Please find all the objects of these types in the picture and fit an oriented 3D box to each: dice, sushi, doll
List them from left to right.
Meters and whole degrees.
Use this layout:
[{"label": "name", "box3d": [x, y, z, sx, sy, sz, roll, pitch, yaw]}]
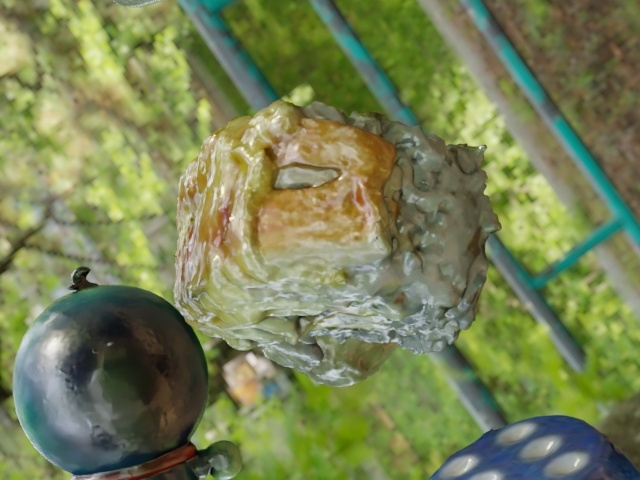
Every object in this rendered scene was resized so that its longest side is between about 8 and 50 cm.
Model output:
[{"label": "doll", "box3d": [-0.199, 0.181, 1.626, 0.186, 0.198, 0.322, 172, 77, -79]}, {"label": "sushi", "box3d": [0.000, 0.000, 1.029, 0.274, 0.184, 0.139, 152, 124, -73]}, {"label": "dice", "box3d": [0.162, 0.217, 1.131, 0.146, 0.146, 0.143, 66, 166, -19]}]

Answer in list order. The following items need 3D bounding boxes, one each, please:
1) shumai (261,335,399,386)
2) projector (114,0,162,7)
[{"label": "shumai", "box3d": [-0.045, -0.007, 1.916, 0.330, 0.292, 0.288, 30, -178, 31]}, {"label": "projector", "box3d": [-0.107, -0.320, 1.382, 0.163, 0.242, 0.177, 61, -151, -31]}]
